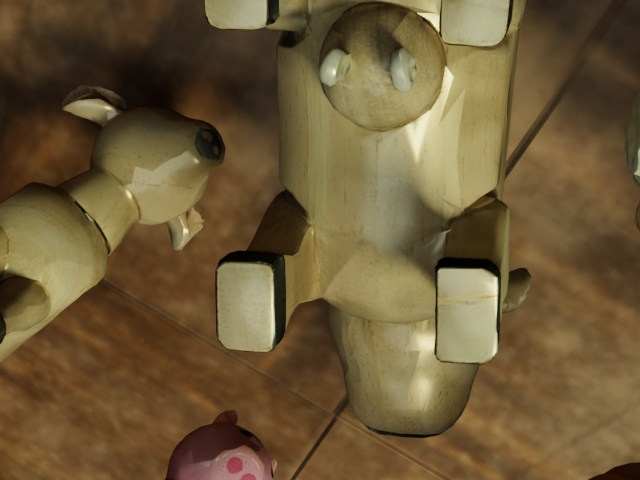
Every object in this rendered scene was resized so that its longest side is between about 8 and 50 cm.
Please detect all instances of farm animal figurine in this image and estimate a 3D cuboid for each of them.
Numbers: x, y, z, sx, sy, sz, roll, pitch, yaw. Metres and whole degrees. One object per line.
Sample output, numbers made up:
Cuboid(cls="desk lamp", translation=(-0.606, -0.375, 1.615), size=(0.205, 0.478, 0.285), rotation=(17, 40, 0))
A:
Cuboid(cls="farm animal figurine", translation=(0.000, 0.000, 0.503), size=(0.330, 0.172, 0.327), rotation=(20, 111, 5))
